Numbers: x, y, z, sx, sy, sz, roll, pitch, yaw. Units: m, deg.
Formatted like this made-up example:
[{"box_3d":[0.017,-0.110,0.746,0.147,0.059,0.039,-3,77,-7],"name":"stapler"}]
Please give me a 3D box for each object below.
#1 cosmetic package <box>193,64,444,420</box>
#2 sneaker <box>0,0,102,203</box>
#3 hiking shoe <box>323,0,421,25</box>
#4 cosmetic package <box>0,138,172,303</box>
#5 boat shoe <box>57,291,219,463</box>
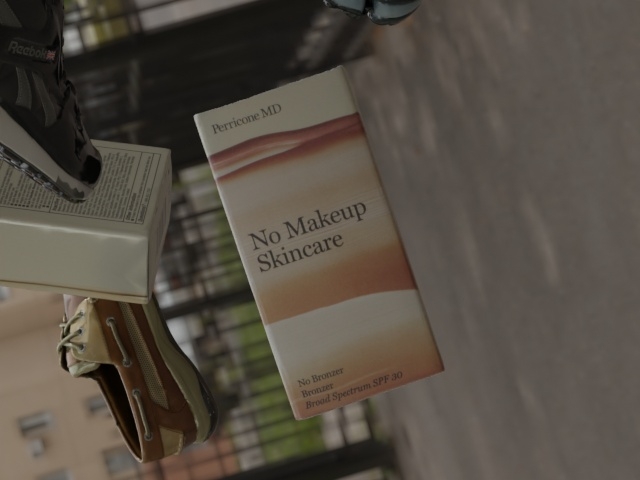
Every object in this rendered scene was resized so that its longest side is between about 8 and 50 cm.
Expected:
[{"box_3d":[0.000,0.000,1.637,0.129,0.153,0.296,-73,-37,-87],"name":"cosmetic package"},{"box_3d":[-0.201,-0.122,1.190,0.107,0.124,0.283,32,174,26],"name":"sneaker"},{"box_3d":[-0.034,-0.265,1.318,0.132,0.304,0.113,-53,38,43],"name":"hiking shoe"},{"box_3d":[-0.333,-0.035,1.993,0.160,0.309,0.113,-80,-4,-48],"name":"cosmetic package"},{"box_3d":[-0.249,0.117,2.081,0.324,0.120,0.122,56,152,5],"name":"boat shoe"}]
